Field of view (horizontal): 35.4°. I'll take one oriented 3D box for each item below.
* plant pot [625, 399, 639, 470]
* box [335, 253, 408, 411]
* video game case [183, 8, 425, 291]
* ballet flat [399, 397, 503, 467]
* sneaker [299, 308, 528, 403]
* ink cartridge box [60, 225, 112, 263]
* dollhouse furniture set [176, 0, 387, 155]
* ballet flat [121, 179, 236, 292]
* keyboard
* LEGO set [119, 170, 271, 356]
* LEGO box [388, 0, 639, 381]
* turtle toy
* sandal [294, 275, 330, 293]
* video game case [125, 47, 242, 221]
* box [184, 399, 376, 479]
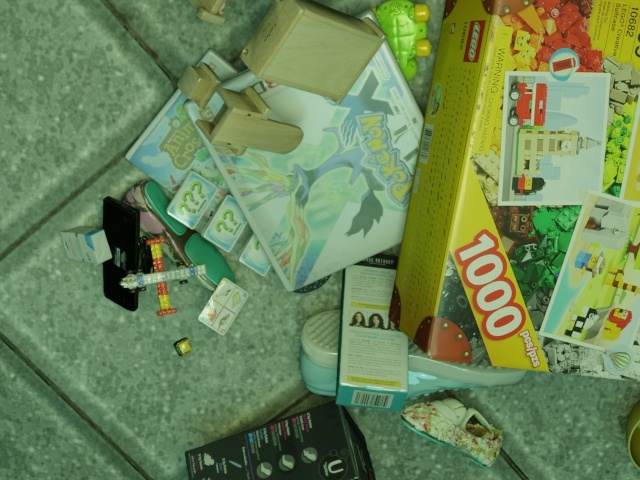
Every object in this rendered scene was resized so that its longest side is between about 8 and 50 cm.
[{"bbox_3d":[0.557,0.305,1.641,0.134,0.095,0.134,0,111,0],"label":"plant pot"},{"bbox_3d":[0.078,0.130,1.496,0.100,0.244,0.060,7,141,-3],"label":"box"},{"bbox_3d":[0.010,-0.120,1.447,0.300,0.036,0.329,-25,110,11],"label":"video game case"},{"bbox_3d":[0.216,0.297,1.618,0.241,0.091,0.077,34,91,-44],"label":"ballet flat"},{"bbox_3d":[0.144,0.197,1.598,0.365,0.135,0.150,7,132,-3],"label":"sneaker"},{"bbox_3d":[-0.362,0.006,1.545,0.083,0.028,0.048,7,117,42],"label":"ink cartridge box"},{"bbox_3d":[-0.099,-0.335,1.360,0.173,0.355,0.303,7,127,-50],"label":"dollhouse furniture set"},{"bbox_3d":[-0.223,0.007,1.543,0.079,0.077,0.221,-34,103,31],"label":"ballet flat"},{"bbox_3d":[-0.289,0.024,1.540,0.100,0.038,0.192,28,130,25],"label":"keyboard"},{"bbox_3d":[-0.176,0.043,1.477,0.182,0.060,0.244,35,77,-16],"label":"LEGO set"},{"bbox_3d":[0.332,-0.083,1.367,0.372,0.193,0.500,7,100,-13],"label":"LEGO box"},{"bbox_3d":[0.113,-0.287,1.430,0.095,0.066,0.130,-1,113,11],"label":"turtle toy"},{"bbox_3d":[0.000,0.000,1.558,0.067,0.040,0.179,22,95,-14],"label":"sandal"},{"bbox_3d":[-0.154,-0.146,1.505,0.193,0.023,0.212,38,106,-13],"label":"video game case"},{"bbox_3d":[-0.058,0.387,1.611,0.270,0.143,0.165,-20,144,7],"label":"box"}]
